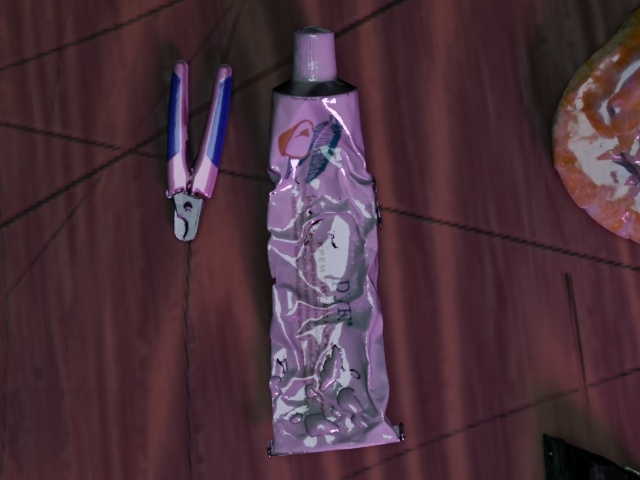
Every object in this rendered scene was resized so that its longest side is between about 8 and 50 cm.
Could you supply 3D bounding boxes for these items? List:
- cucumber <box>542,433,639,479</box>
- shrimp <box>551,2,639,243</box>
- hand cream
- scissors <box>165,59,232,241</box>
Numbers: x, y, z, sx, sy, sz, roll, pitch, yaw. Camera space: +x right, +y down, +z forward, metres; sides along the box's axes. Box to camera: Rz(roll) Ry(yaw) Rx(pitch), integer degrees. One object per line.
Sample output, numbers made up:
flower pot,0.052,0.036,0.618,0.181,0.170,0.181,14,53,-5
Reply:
cucumber,0.175,0.220,0.872,0.070,0.046,0.220,-2,80,-6
shrimp,0.240,-0.092,0.895,0.152,0.046,0.219,36,93,8
hand cream,0.000,0.000,0.908,0.084,0.050,0.257,-5,91,6
scissors,-0.079,-0.056,0.935,0.039,0.012,0.113,6,86,5
